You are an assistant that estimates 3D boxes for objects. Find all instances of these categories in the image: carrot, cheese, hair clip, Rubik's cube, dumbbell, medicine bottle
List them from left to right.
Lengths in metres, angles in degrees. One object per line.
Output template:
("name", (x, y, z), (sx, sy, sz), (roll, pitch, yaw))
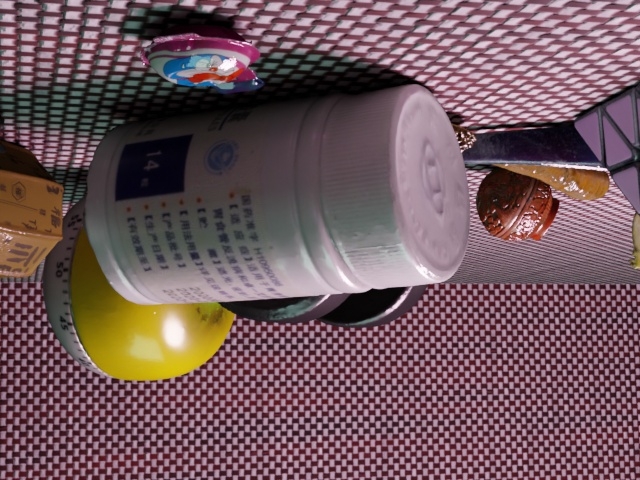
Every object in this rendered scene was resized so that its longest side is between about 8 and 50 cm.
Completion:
("cheese", (-0.088, -0.140, 0.940), (0.095, 0.038, 0.145), (-3, 172, 17))
("medicine bottle", (-0.039, -0.039, 1.150), (0.332, 0.189, 0.190), (-5, 172, 25))
("dumbbell", (0.000, 0.000, 1.417), (0.204, 0.203, 0.322), (-4, 173, 21))
("hair clip", (0.194, -0.101, 1.299), (0.275, 0.048, 0.083), (1, 178, 12))
("carrot", (0.263, -0.086, 1.423), (0.254, 0.049, 0.049), (11, 166, -41))
("Rubik's cube", (0.312, -0.120, 1.164), (0.178, 0.211, 0.190), (20, 156, 44))

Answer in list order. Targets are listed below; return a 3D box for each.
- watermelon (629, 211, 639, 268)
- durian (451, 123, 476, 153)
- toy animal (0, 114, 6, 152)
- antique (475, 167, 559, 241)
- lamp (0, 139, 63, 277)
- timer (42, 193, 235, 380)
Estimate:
("watermelon", (0.481, -0.067, 1.303), (0.304, 0.159, 0.128), (-3, 143, 34))
("durian", (0.103, -0.094, 1.227), (0.111, 0.071, 0.140), (-3, 168, 11))
("toy animal", (-0.417, -0.090, 1.118), (0.233, 0.084, 0.148), (-3, 175, -9))
("antique", (0.242, -0.048, 1.495), (0.104, 0.104, 0.104), (-1, 173, 0))
("lamp", (-0.376, -0.035, 1.288), (0.161, 0.161, 0.185), (-5, 169, 29))
("timer", (-0.186, 0.054, 1.539), (0.285, 0.285, 0.285), (-1, 173, 0))
